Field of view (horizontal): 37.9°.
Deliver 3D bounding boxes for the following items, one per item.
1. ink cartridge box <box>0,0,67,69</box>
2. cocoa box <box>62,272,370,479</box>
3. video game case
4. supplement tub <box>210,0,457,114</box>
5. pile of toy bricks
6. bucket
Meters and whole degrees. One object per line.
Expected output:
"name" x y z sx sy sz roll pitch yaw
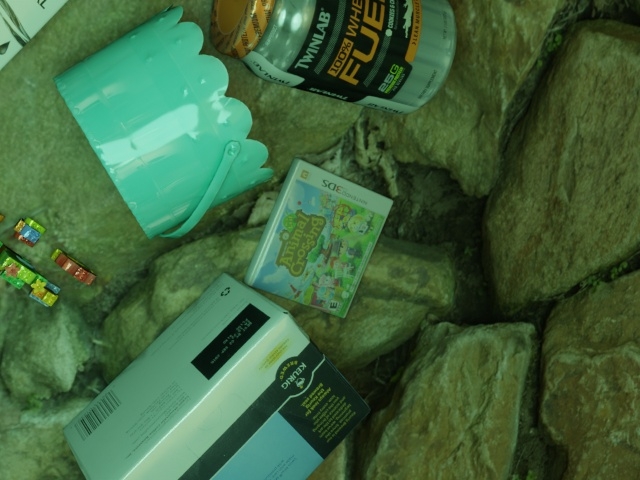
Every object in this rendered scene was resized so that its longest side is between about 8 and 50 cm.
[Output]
"ink cartridge box" -0.417 -0.305 1.151 0.203 0.086 0.148 -50 119 -7
"cocoa box" -0.151 0.263 1.357 0.347 0.231 0.228 -45 119 -11
"video game case" 0.000 0.000 1.489 0.193 0.023 0.212 21 93 -30
"supplement tub" 0.018 -0.301 1.322 0.316 0.193 0.193 9 99 -29
"pile of toy bricks" -0.406 0.030 1.234 0.212 0.105 0.118 38 84 -30
"bucket" -0.203 -0.145 1.206 0.183 0.281 0.281 -31 116 -8
